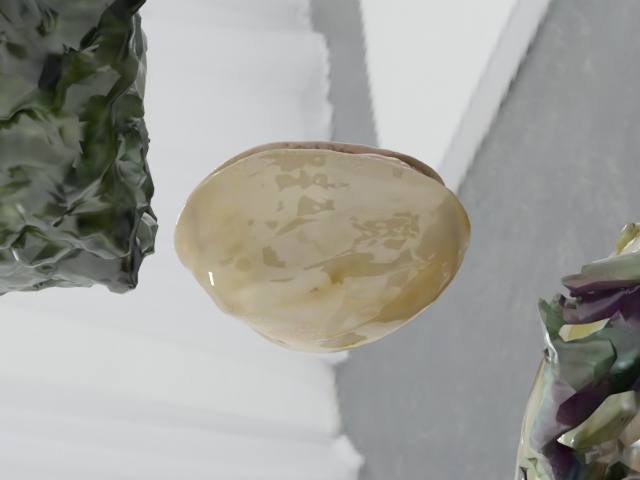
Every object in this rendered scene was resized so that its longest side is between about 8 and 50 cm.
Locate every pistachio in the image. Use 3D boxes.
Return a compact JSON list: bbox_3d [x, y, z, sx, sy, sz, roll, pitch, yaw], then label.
[{"bbox_3d":[0.000,0.000,1.454,0.230,0.308,0.230,171,90,-83],"label":"pistachio"}]

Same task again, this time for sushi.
[{"bbox_3d":[-0.163,-0.139,0.601,0.294,0.178,0.352,101,163,-75],"label":"sushi"}]

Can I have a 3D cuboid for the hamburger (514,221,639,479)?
[{"bbox_3d":[0.208,0.083,0.356,0.195,0.318,0.277,-80,-17,-51],"label":"hamburger"}]
